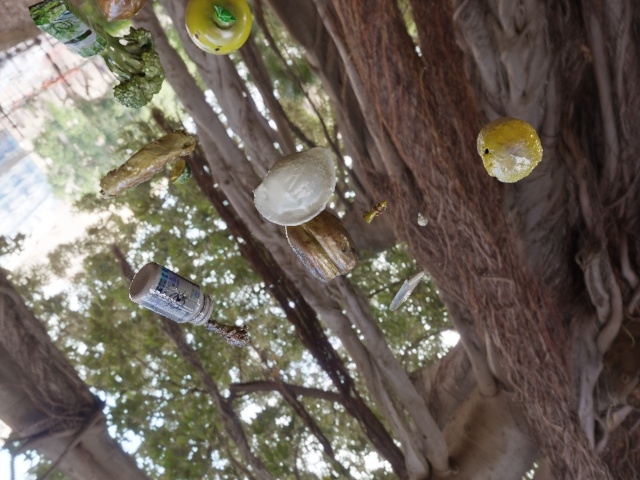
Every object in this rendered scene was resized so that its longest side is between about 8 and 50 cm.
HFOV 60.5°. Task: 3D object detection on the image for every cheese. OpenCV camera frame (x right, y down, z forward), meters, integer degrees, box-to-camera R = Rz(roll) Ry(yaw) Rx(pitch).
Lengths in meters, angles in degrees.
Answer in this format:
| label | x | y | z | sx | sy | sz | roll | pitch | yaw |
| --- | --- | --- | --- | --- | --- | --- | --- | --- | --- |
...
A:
| label | x | y | z | sx | sy | sz | roll | pitch | yaw |
| --- | --- | --- | --- | --- | --- | --- | --- | --- | --- |
| cheese | 0.315 | 0.191 | 2.045 | 0.085 | 0.034 | 0.400 | -36 | 164 | -13 |

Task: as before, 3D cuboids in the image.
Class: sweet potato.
| label | x | y | z | sx | sy | sz | roll | pitch | yaw |
| --- | --- | --- | --- | --- | --- | --- | --- | --- | --- |
| sweet potato | -0.300 | -0.512 | 0.973 | 0.291 | 0.097 | 0.097 | -52 | -150 | -4 |

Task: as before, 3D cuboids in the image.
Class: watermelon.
| label | x | y | z | sx | sy | sz | roll | pitch | yaw |
| --- | --- | --- | --- | --- | --- | --- | --- | --- | --- |
| watermelon | -0.542 | -0.262 | 2.143 | 0.106 | 0.062 | 0.105 | -26 | -132 | 33 |

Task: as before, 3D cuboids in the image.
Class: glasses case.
| label | x | y | z | sx | sy | sz | roll | pitch | yaw |
| --- | --- | --- | --- | --- | --- | --- | --- | --- | --- |
| glasses case | -0.677 | -0.577 | 1.499 | 0.096 | 0.062 | 0.272 | -22 | -178 | 1 |

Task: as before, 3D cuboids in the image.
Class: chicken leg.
| label | x | y | z | sx | sy | sz | roll | pitch | yaw |
| --- | --- | --- | --- | --- | --- | --- | --- | --- | --- |
| chicken leg | -0.382 | 0.374 | 2.266 | 0.125 | 0.196 | 0.080 | 121 | -14 | -52 |

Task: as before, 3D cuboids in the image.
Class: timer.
| label | x | y | z | sx | sy | sz | roll | pitch | yaw |
| --- | --- | --- | --- | --- | --- | --- | --- | --- | --- |
| timer | -0.389 | -0.868 | 2.139 | 0.285 | 0.285 | 0.285 | -23 | -153 | 13 |

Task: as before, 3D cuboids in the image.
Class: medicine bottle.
| label | x | y | z | sx | sy | sz | roll | pitch | yaw |
| --- | --- | --- | --- | --- | --- | --- | --- | --- | --- |
| medicine bottle | -0.361 | 0.137 | 1.350 | 0.107 | 0.192 | 0.106 | -28 | -136 | 31 |

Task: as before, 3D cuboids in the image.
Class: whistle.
| label | x | y | z | sx | sy | sz | roll | pitch | yaw |
| --- | --- | --- | --- | --- | --- | --- | --- | --- | --- |
| whistle | 0.227 | -0.113 | 2.199 | 0.109 | 0.057 | 0.046 | -39 | -149 | 12 |

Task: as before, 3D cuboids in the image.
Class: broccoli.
| label | x | y | z | sx | sy | sz | roll | pitch | yaw |
| --- | --- | --- | --- | --- | --- | --- | --- | --- | --- |
| broccoli | -0.628 | -0.621 | 1.856 | 0.186 | 0.301 | 0.254 | 6 | -142 | 27 |

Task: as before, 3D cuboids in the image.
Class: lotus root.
| label | x | y | z | sx | sy | sz | roll | pitch | yaw |
| --- | --- | --- | --- | --- | --- | --- | --- | --- | --- |
| lotus root | 0.002 | 0.001 | 1.806 | 0.193 | 0.290 | 0.193 | -36 | -168 | 9 |

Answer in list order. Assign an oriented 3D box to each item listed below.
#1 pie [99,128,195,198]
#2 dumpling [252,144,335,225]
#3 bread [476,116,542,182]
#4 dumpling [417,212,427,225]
| label | x | y | z | sx | sy | sz | roll | pitch | yaw |
| --- | --- | --- | --- | --- | --- | --- | --- | --- | --- |
| pie | -0.536 | -0.235 | 1.694 | 0.340 | 0.083 | 0.339 | -30 | -166 | 8 |
| dumpling | -0.052 | -0.131 | 1.362 | 0.216 | 0.166 | 0.126 | -33 | 174 | -13 |
| bread | 0.601 | -0.298 | 1.765 | 0.197 | 0.197 | 0.170 | -25 | -160 | 10 |
| dumpling | 0.462 | -0.099 | 2.493 | 0.043 | 0.059 | 0.077 | -16 | -156 | 28 |
